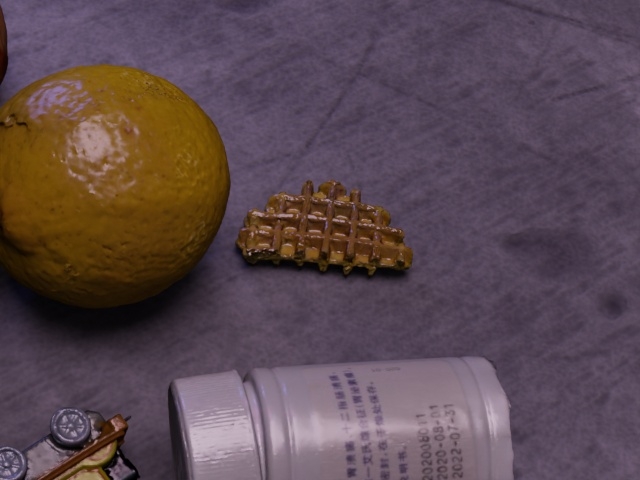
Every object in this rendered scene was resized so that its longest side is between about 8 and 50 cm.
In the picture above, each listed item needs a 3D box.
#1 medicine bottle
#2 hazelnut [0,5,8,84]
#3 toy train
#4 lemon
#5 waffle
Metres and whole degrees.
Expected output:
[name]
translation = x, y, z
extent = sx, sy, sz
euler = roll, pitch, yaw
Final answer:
[medicine bottle]
translation = 0.014, 0.220, 1.629
extent = 0.332, 0.190, 0.190
euler = -2, 53, -12
[hazelnut]
translation = -0.462, -0.235, 1.925
extent = 0.182, 0.182, 0.182
euler = 5, 52, -6
[toy train]
translation = -0.266, 0.254, 1.622
extent = 0.219, 0.089, 0.127
euler = -32, 74, -30
[lemon]
translation = -0.239, -0.060, 1.753
extent = 0.293, 0.293, 0.293
euler = 5, 52, -6
[waffle]
translation = 0.000, 0.000, 1.890
extent = 0.192, 0.046, 0.160
euler = -23, 59, -24
